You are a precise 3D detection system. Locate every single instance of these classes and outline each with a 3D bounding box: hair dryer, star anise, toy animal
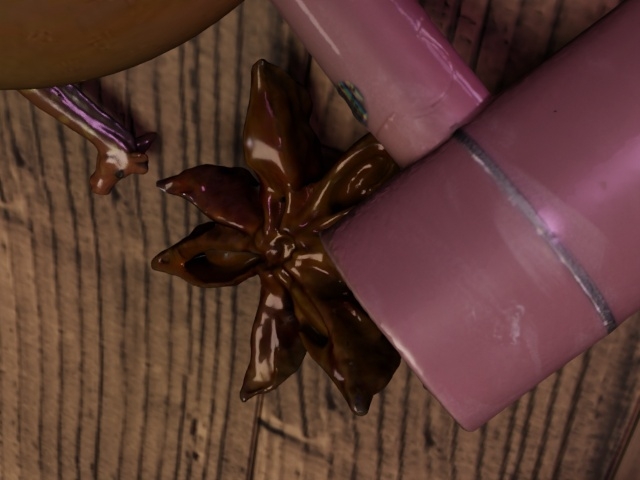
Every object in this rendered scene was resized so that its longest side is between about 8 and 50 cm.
[{"bbox_3d":[0.049,-0.108,0.631,0.210,0.125,0.352,-37,83,4],"label":"hair dryer"},{"bbox_3d":[-0.002,-0.004,0.752,0.212,0.111,0.196,29,120,38],"label":"star anise"},{"bbox_3d":[-0.216,-0.133,0.782,0.230,0.066,0.224,6,121,2],"label":"toy animal"}]

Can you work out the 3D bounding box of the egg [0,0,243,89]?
[{"bbox_3d":[-0.116,-0.243,0.486,0.301,0.301,0.374,12,111,17],"label":"egg"}]
